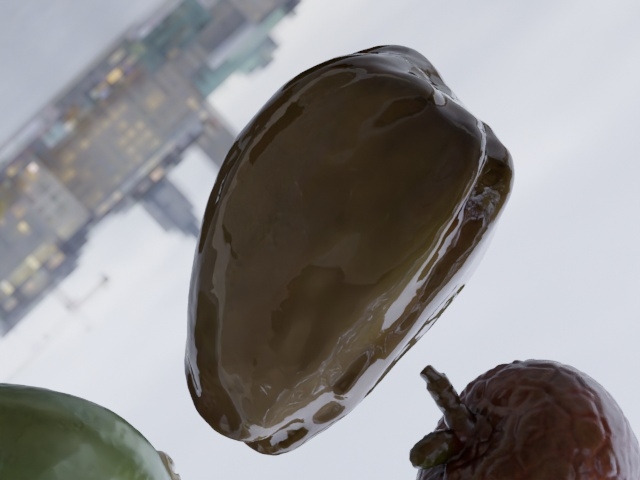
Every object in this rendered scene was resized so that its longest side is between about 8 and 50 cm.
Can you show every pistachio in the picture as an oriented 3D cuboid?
[{"bbox_3d":[0.000,0.000,1.193,0.260,0.163,0.213,-51,-146,3],"label":"pistachio"}]

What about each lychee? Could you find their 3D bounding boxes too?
[{"bbox_3d":[0.203,0.239,1.917,0.255,0.300,0.255,-30,-146,23],"label":"lychee"}]

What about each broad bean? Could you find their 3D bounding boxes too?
[{"bbox_3d":[-0.159,0.128,0.814,0.228,0.169,0.100,-32,-147,46],"label":"broad bean"}]

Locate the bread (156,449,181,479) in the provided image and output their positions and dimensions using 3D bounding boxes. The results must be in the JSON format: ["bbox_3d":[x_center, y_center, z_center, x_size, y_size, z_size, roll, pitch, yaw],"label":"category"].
[{"bbox_3d":[-0.172,0.171,1.268,0.157,0.094,0.083,-34,162,0],"label":"bread"}]
